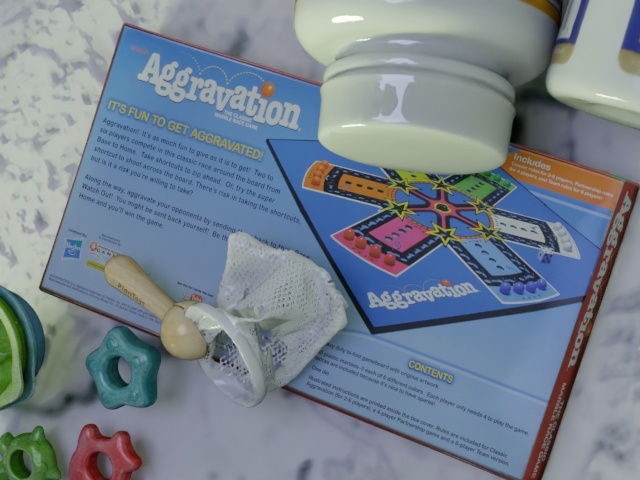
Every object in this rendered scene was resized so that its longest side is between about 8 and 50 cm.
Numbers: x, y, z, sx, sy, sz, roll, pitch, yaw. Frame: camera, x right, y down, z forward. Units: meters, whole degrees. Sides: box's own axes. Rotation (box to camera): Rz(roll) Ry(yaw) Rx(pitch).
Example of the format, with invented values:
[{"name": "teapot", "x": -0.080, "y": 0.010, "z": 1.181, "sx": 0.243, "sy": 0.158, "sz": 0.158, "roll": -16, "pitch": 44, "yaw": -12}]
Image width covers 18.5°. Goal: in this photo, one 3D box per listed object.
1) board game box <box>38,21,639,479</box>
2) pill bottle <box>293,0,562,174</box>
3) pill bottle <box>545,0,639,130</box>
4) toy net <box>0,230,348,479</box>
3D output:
[{"name": "board game box", "x": 0.000, "y": 0.000, "z": 0.940, "sx": 0.281, "sy": 0.027, "sz": 0.145, "roll": 20, "pitch": 94, "yaw": 28}, {"name": "pill bottle", "x": 0.052, "y": -0.142, "z": 0.869, "sx": 0.117, "sy": 0.117, "sz": 0.215, "roll": 2, "pitch": 78, "yaw": 28}, {"name": "pill bottle", "x": 0.171, "y": -0.135, "z": 0.820, "sx": 0.112, "sy": 0.112, "sz": 0.186, "roll": 17, "pitch": 92, "yaw": 28}, {"name": "toy net", "x": -0.090, "y": 0.065, "z": 0.944, "sx": 0.232, "sy": 0.045, "sz": 0.122, "roll": -11, "pitch": 92, "yaw": 33}]
